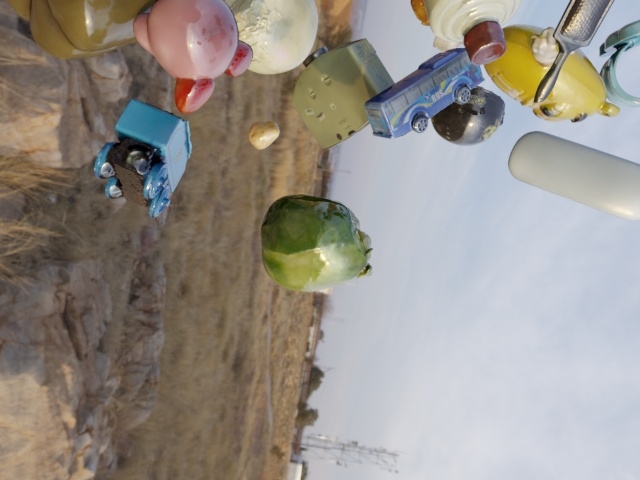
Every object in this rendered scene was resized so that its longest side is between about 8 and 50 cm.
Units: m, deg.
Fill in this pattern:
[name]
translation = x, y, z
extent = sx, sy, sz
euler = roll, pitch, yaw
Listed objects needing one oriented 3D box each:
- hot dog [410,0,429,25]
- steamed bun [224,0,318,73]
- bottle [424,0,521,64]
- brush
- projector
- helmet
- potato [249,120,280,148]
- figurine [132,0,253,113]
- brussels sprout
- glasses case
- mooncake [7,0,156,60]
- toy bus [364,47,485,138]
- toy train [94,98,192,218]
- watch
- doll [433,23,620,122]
[hot dog]
translation = 0.409, -0.789, 1.503
extent = 0.175, 0.114, 0.259
euler = 58, -18, -25
[steamed bun]
translation = -0.164, -0.712, 1.602
extent = 0.334, 0.312, 0.232
euler = -26, -125, 33
[bottle]
translation = 0.166, -0.319, 0.547
extent = 0.104, 0.104, 0.244
euler = 101, -19, -75
[brush]
translation = 0.391, -0.307, 0.739
extent = 0.016, 0.063, 0.193
euler = -80, -175, -53
[projector]
translation = 0.043, -0.332, 1.043
extent = 0.088, 0.193, 0.270
euler = -41, -169, -28
[helmet]
translation = 0.488, -0.417, 1.625
extent = 0.230, 0.279, 0.160
euler = 63, 38, -74
[potato]
translation = -0.144, -0.272, 1.198
extent = 0.062, 0.084, 0.068
euler = -77, 150, -77
[figurine]
translation = -0.299, -0.500, 1.164
extent = 0.269, 0.261, 0.211
euler = -46, -156, -22
[brussels sprout]
translation = -0.008, 0.001, 0.626
extent = 0.183, 0.146, 0.131
euler = 22, 59, -88
[glasses case]
translation = 0.329, -0.083, 0.589
extent = 0.045, 0.179, 0.067
euler = -20, 132, -66
[mooncake]
translation = -0.628, -0.706, 1.189
extent = 0.262, 0.467, 0.466
euler = -38, 151, -39
[toy bus]
translation = 0.197, -0.276, 0.879
extent = 0.079, 0.237, 0.094
euler = 37, -21, 52
[toy train]
translation = -0.485, -0.230, 1.320
extent = 0.300, 0.188, 0.264
euler = 125, -13, -67
[watch]
translation = 0.776, -0.422, 1.113
extent = 0.211, 0.211, 0.193
euler = -85, 159, -85
[doll]
translation = 0.436, -0.414, 1.037
extent = 0.348, 0.423, 0.161
euler = 17, 111, -51
